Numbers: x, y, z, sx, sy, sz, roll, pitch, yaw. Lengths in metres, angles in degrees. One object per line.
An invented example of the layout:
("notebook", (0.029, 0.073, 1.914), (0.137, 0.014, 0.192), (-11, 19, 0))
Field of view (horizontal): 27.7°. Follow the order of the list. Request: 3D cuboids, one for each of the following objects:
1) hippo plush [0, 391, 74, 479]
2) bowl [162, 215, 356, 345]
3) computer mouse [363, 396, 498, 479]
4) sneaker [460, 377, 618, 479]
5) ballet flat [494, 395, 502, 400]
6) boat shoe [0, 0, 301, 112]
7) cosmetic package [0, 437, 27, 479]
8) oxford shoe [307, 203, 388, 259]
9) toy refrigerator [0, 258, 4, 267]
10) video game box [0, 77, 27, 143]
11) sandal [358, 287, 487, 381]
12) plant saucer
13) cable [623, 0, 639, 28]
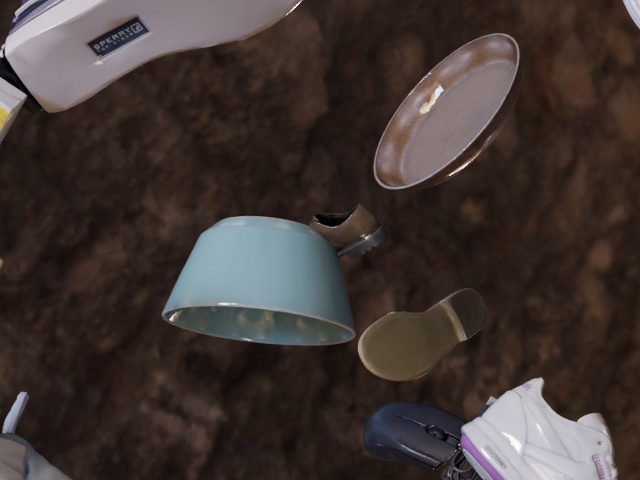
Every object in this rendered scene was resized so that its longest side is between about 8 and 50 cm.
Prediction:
("hippo plush", (-0.448, 0.396, 1.731), (0.234, 0.294, 0.237), (-8, -57, -36))
("bowl", (-0.089, 0.061, 2.078), (0.311, 0.311, 0.163), (30, -117, -60))
("computer mouse", (0.186, 0.340, 2.346), (0.188, 0.272, 0.072), (-55, -48, -35))
("sneaker", (0.305, 0.285, 1.464), (0.305, 0.152, 0.114), (46, 168, 13))
("ballet flat", (0.319, 0.398, 2.363), (0.084, 0.058, 0.250), (52, -143, -51))
("boat shoe", (-0.165, -0.259, 1.287), (0.158, 0.340, 0.127), (-96, -19, -47))
("cosmetic package", (-0.526, 0.414, 1.459), (0.230, 0.453, 0.161), (25, -177, -15))
("oxford shoe", (0.000, 0.000, 2.217), (0.096, 0.227, 0.083), (55, -155, -14))
("toy refrigerator", (-0.508, 0.114, 1.604), (0.094, 0.102, 0.270), (38, -106, -28))
("video game box", (-0.413, -0.116, 1.281), (0.187, 0.205, 0.048), (36, -147, -5))
("sandal", (0.115, 0.129, 1.679), (0.240, 0.079, 0.088), (-22, -93, -42))
("plant saucer", (0.210, -0.194, 2.067), (0.050, 0.310, 0.311), (40, -144, -24))
("cable", (0.505, -0.347, 1.697), (0.257, 0.089, 0.257), (36, -115, -7))
